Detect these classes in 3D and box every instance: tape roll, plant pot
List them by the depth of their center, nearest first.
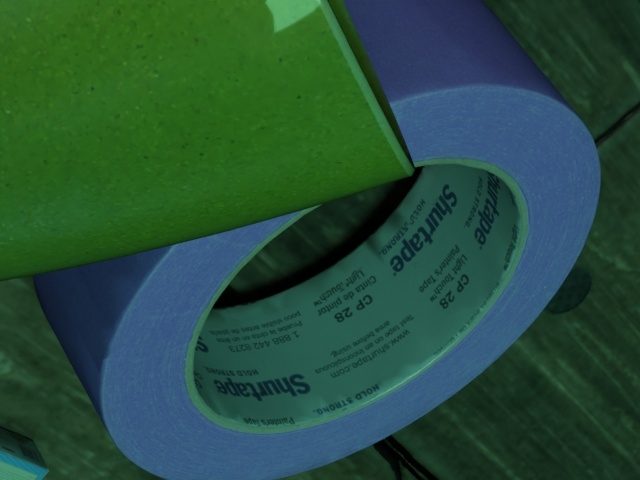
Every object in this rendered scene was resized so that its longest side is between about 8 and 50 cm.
[{"bbox_3d":[-0.153,-0.088,0.740,0.293,0.275,0.275,-25,135,5],"label":"plant pot"},{"bbox_3d":[0.000,0.000,0.959,0.275,0.090,0.275,-23,145,-17],"label":"tape roll"}]

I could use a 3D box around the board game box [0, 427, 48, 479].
[{"bbox_3d":[-0.231,0.125,0.999,0.103,0.026,0.154,-49,134,11],"label":"board game box"}]
